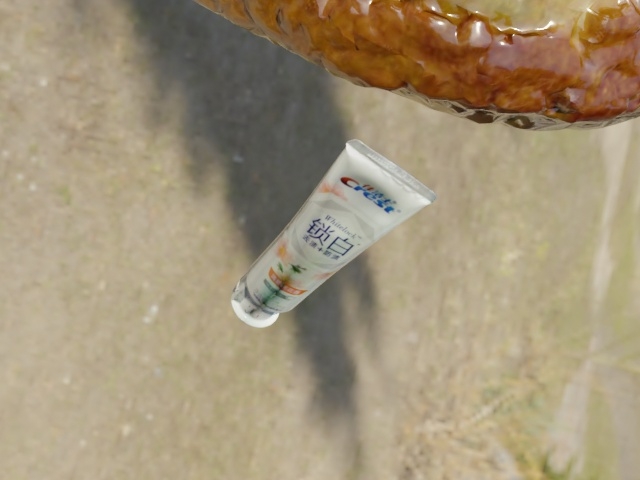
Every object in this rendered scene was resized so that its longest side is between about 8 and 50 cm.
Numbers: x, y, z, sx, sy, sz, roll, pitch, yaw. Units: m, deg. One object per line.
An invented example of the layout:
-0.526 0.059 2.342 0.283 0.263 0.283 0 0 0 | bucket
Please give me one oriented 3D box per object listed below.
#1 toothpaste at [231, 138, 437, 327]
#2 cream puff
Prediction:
0.000 0.000 1.535 0.323 0.100 0.066 -45 -167 52 | toothpaste
0.052 -0.180 0.636 0.303 0.303 0.212 -34 143 -62 | cream puff
